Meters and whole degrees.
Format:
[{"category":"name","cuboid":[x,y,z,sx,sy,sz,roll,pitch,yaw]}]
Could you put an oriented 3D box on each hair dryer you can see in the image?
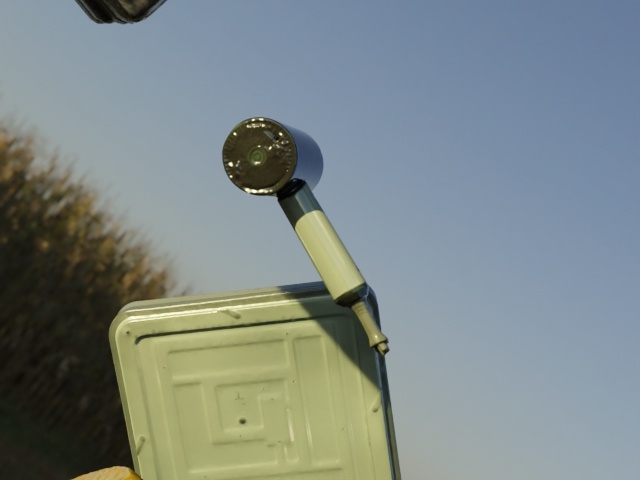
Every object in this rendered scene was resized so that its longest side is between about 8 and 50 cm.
[{"category":"hair dryer","cuboid":[0.000,0.000,1.002,0.198,0.057,0.100,61,12,9]}]

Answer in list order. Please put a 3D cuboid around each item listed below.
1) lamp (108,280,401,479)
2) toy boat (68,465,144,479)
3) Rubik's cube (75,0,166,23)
[{"category":"lamp","cuboid":[-0.062,0.176,1.356,0.047,0.269,0.267,-83,165,-72]},{"category":"toy boat","cuboid":[-0.197,0.253,1.172,0.229,0.089,0.088,-21,-80,41]},{"category":"Rubik's cube","cuboid":[-0.147,-0.402,1.067,0.344,0.343,0.337,51,-3,-15]}]
